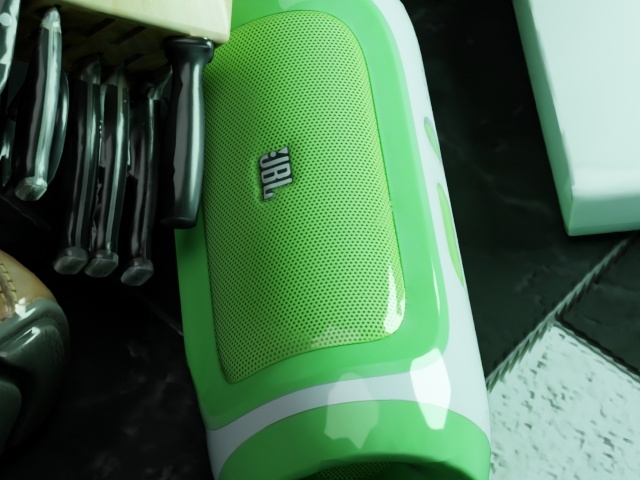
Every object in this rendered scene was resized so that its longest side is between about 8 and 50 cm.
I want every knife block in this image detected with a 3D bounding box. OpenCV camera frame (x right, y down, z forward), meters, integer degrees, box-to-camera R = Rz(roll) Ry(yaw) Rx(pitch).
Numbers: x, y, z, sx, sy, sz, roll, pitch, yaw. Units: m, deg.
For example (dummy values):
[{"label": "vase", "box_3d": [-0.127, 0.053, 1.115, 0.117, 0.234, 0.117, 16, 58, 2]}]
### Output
[{"label": "knife block", "box_3d": [-0.087, -0.128, 0.921, 0.276, 0.088, 0.242, -42, 103, -34]}]

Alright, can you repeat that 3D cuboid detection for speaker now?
[{"label": "speaker", "box_3d": [0.000, 0.000, 0.908, 0.131, 0.131, 0.296, -5, 54, -4]}]

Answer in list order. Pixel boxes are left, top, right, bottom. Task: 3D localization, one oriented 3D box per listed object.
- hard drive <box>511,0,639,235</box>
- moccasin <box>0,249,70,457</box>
[{"label": "hard drive", "box_3d": [0.286, -0.119, 1.044, 0.353, 0.047, 0.233, -5, 54, -4]}, {"label": "moccasin", "box_3d": [-0.277, 0.115, 0.814, 0.147, 0.139, 0.380, 31, 59, 22]}]
